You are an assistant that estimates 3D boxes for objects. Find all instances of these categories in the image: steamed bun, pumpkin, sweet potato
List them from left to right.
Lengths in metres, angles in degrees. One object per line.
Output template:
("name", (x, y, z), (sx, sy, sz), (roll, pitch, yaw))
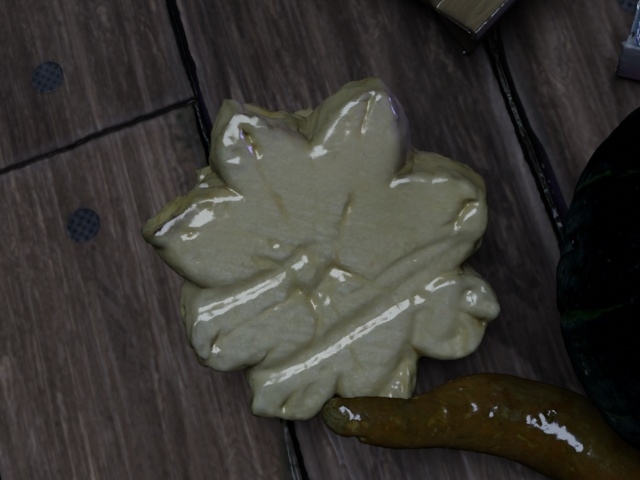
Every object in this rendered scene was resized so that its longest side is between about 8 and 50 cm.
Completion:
("steamed bun", (0.000, 0.000, 0.924), (0.296, 0.137, 0.292), (5, 106, -6))
("sweet potato", (0.172, 0.165, 0.888), (0.346, 0.079, 0.108), (22, 47, -5))
("pumpkin", (0.320, 0.028, 0.842), (0.315, 0.238, 0.315), (3, 77, -12))

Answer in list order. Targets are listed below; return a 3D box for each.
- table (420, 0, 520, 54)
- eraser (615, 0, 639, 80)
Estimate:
("table", (0.179, -0.289, 0.994), (0.226, 0.167, 0.167), (-47, 73, 3))
("eraser", (0.416, -0.178, 0.951), (0.287, 0.086, 0.130), (17, 81, 14))
